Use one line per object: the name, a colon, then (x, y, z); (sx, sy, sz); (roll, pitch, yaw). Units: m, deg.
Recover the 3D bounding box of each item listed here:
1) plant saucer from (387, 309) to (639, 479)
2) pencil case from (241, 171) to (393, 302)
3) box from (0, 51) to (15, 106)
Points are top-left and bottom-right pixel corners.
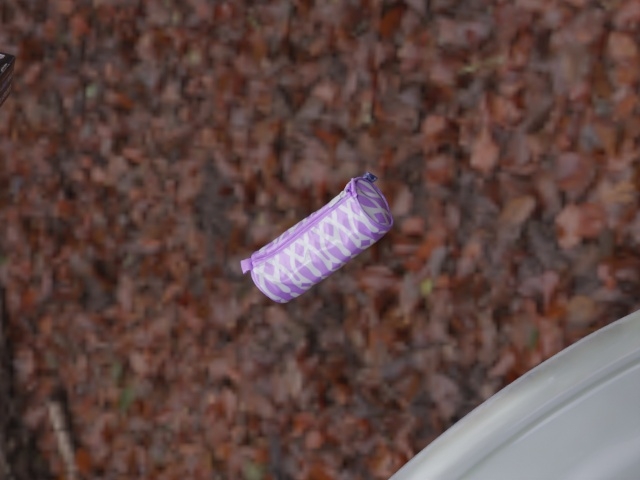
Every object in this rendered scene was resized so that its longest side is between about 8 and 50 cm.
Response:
plant saucer: (0.158, 0.193, 0.843); (0.100, 0.400, 0.400); (54, 137, 30)
pencil case: (0.000, 0.000, 1.831); (0.206, 0.088, 0.086); (-38, 48, 25)
box: (-0.453, -0.180, 1.497); (0.175, 0.220, 0.051); (-87, 13, -66)
